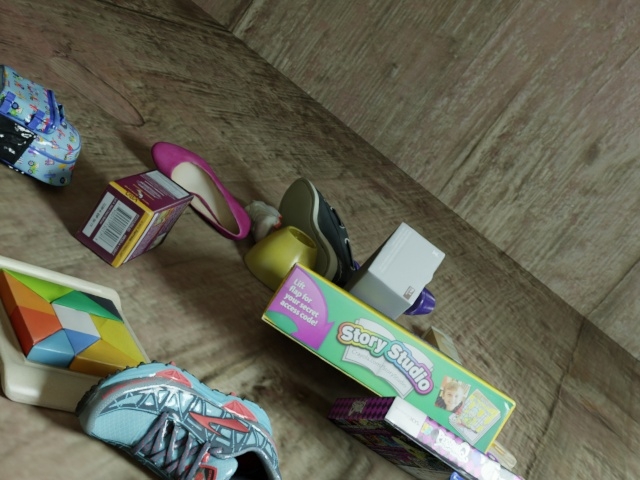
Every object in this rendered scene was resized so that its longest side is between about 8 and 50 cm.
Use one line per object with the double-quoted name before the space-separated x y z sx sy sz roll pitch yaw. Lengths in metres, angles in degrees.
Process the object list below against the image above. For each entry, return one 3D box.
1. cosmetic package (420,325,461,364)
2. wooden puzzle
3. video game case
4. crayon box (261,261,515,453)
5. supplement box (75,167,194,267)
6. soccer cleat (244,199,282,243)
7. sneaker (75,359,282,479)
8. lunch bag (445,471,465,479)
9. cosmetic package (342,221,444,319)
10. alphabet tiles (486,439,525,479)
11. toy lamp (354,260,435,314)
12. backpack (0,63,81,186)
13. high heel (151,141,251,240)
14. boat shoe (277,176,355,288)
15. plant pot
"cosmetic package" 0.246 0.228 1.882 0.060 0.041 0.115 33 16 -16
"wooden puzzle" -0.291 0.108 1.074 0.221 0.044 0.238 23 21 -42
"video game case" 0.135 0.286 1.264 0.210 0.042 0.232 34 -18 -9
"crayon box" 0.093 0.173 1.402 0.363 0.106 0.313 32 -1 2
"supplement box" -0.280 -0.039 1.402 0.081 0.104 0.188 37 15 3
"soccer cleat" -0.122 -0.038 1.820 0.076 0.068 0.196 32 9 -6
"sneaker" -0.138 0.216 0.991 0.262 0.104 0.125 24 22 -38
"lunch bag" 0.142 0.370 1.099 0.096 0.129 0.151 34 17 9
"cosmetic package" 0.109 0.082 1.616 0.107 0.238 0.127 37 57 2
"alphabet tiles" 0.251 0.366 1.539 0.278 0.021 0.284 41 16 14
"toy lamp" 0.145 0.107 1.950 0.275 0.080 0.080 18 24 -42
"backpack" -0.442 -0.167 1.406 0.173 0.117 0.158 31 17 -29
"high heel" -0.228 -0.093 1.714 0.244 0.082 0.117 49 4 -7
"boat shoe" 0.003 -0.003 1.864 0.113 0.127 0.340 29 19 -31
"plant pot" -0.060 0.030 1.691 0.134 0.095 0.134 34 15 -11
